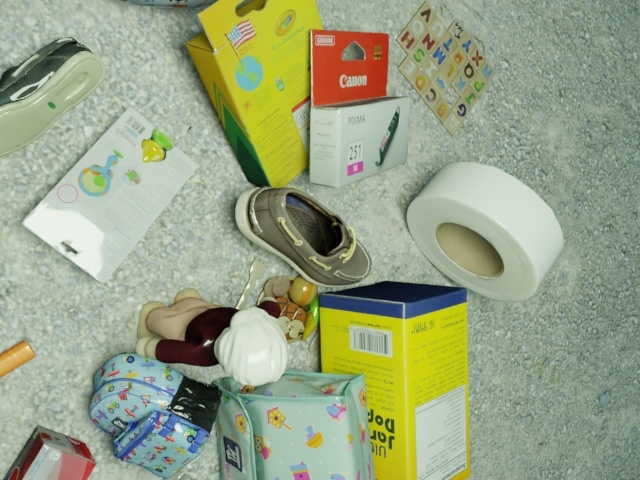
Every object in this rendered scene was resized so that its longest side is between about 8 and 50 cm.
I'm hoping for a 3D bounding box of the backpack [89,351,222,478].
[{"bbox_3d":[-0.257,0.251,0.848,0.173,0.158,0.117,38,34,-21],"label":"backpack"}]

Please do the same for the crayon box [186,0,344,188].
[{"bbox_3d":[-0.075,-0.259,0.912,0.202,0.081,0.318,-42,137,-22],"label":"crayon box"}]

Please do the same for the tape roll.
[{"bbox_3d":[0.307,-0.012,1.102,0.100,0.286,0.286,-49,114,-21],"label":"tape roll"}]

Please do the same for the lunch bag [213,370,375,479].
[{"bbox_3d":[-0.057,0.333,0.935,0.160,0.262,0.223,-17,103,-69],"label":"lunch bag"}]

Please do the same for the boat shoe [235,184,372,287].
[{"bbox_3d":[0.000,0.000,0.988,0.324,0.097,0.116,34,60,-44],"label":"boat shoe"}]

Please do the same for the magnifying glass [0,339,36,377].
[{"bbox_3d":[-0.503,0.212,0.779,0.231,0.026,0.092,-34,108,-26],"label":"magnifying glass"}]

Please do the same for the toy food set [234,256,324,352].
[{"bbox_3d":[-0.054,0.122,1.033,0.192,0.038,0.132,28,78,-28],"label":"toy food set"}]

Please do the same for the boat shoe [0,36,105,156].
[{"bbox_3d":[-0.413,-0.196,0.798,0.079,0.084,0.233,42,75,15],"label":"boat shoe"}]

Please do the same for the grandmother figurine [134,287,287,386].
[{"bbox_3d":[-0.145,0.129,0.803,0.208,0.342,0.104,-30,106,-26],"label":"grandmother figurine"}]

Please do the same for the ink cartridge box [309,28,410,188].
[{"bbox_3d":[0.077,-0.234,0.993,0.275,0.060,0.239,-27,123,-53],"label":"ink cartridge box"}]

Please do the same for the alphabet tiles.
[{"bbox_3d":[0.262,-0.374,1.217,0.237,0.009,0.198,44,71,-25],"label":"alphabet tiles"}]

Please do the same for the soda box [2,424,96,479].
[{"bbox_3d":[-0.423,0.402,0.795,0.083,0.092,0.263,36,74,-28],"label":"soda box"}]

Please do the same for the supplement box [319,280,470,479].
[{"bbox_3d":[0.135,0.265,1.041,0.194,0.195,0.356,-5,95,-45],"label":"supplement box"}]

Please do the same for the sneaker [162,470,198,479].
[{"bbox_3d":[-0.256,0.489,0.907,0.235,0.090,0.095,-52,125,-17],"label":"sneaker"}]

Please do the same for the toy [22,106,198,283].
[{"bbox_3d":[-0.309,-0.069,0.865,0.137,0.056,0.237,43,67,-21],"label":"toy"}]

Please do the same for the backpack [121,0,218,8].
[{"bbox_3d":[-0.204,-0.438,0.791,0.276,0.263,0.213,2,99,-19],"label":"backpack"}]
